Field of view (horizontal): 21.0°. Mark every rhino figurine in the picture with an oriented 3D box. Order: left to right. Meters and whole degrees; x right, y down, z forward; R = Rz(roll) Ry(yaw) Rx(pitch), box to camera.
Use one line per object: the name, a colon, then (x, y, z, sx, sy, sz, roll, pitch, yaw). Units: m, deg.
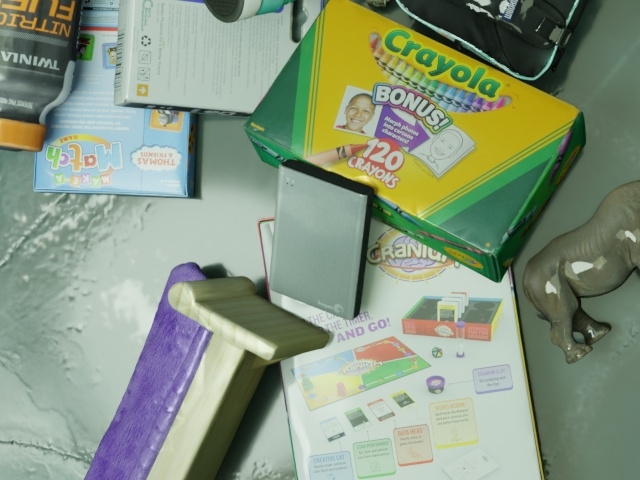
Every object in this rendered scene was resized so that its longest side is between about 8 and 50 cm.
rhino figurine: (0.301, 0.003, 1.651, 0.243, 0.073, 0.106, -39, 87, 4)

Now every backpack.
backpack: (0.162, -0.260, 1.606, 0.188, 0.144, 0.165, 24, 112, 4)

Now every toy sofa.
toy sofa: (-0.156, 0.205, 1.634, 0.177, 0.150, 0.362, 29, 101, 18)

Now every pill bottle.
pill bottle: (-0.297, -0.210, 1.672, 0.130, 0.130, 0.245, 7, 90, 8)

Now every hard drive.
hard drive: (0.000, 0.000, 1.610, 0.094, 0.022, 0.135, 20, 123, 24)

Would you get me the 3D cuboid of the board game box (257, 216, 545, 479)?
board game box: (0.082, 0.117, 1.682, 0.242, 0.064, 0.316, -8, 88, 8)

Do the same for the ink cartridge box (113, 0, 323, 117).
ink cartridge box: (-0.097, -0.227, 1.701, 0.208, 0.045, 0.206, 4, 88, -26)

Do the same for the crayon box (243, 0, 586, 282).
crayon box: (0.090, -0.099, 1.630, 0.278, 0.081, 0.165, 28, 76, 20)

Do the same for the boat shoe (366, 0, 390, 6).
boat shoe: (0.051, -0.254, 1.702, 0.137, 0.049, 0.043, 22, 98, 7)

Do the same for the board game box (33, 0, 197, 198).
board game box: (-0.204, -0.151, 1.739, 0.160, 0.039, 0.211, 3, 88, 8)

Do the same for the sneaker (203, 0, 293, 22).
sneaker: (-0.054, -0.360, 1.638, 0.178, 0.124, 0.295, -14, 83, -30)
